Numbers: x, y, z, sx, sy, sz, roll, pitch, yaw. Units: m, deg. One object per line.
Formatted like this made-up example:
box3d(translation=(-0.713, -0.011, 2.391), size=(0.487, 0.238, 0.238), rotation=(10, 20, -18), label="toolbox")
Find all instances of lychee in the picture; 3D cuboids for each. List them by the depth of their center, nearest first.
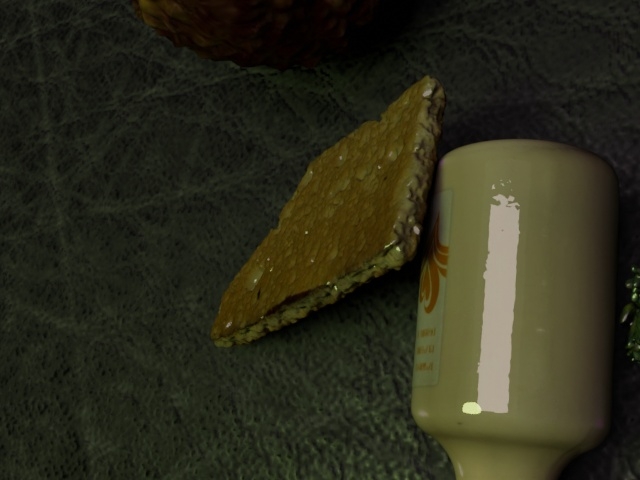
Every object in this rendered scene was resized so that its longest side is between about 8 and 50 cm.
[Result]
box3d(translation=(-0.054, -0.238, 0.634), size=(0.271, 0.236, 0.236), rotation=(31, 93, 49), label="lychee")

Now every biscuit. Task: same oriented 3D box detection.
box3d(translation=(0.000, -0.008, 0.604), size=(0.237, 0.026, 0.131), rotation=(-32, 35, 52), label="biscuit")

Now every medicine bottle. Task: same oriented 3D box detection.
box3d(translation=(0.110, 0.075, 0.514), size=(0.114, 0.114, 0.252), rotation=(-2, 75, 30), label="medicine bottle")

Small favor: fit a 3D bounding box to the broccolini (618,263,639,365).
box3d(translation=(0.208, -0.004, 0.520), size=(0.068, 0.091, 0.202), rotation=(-37, 35, 52), label="broccolini")
